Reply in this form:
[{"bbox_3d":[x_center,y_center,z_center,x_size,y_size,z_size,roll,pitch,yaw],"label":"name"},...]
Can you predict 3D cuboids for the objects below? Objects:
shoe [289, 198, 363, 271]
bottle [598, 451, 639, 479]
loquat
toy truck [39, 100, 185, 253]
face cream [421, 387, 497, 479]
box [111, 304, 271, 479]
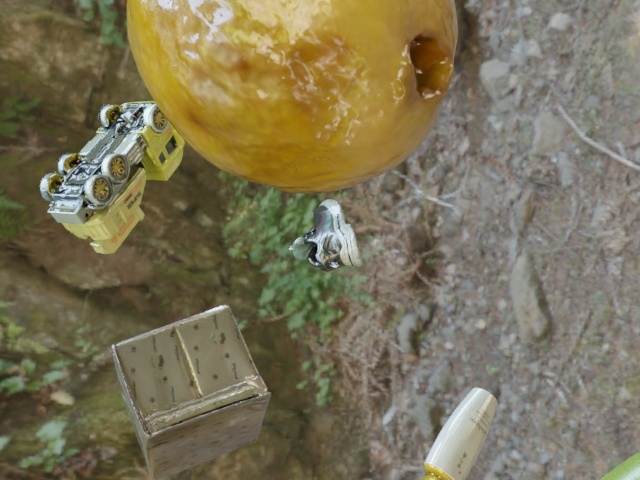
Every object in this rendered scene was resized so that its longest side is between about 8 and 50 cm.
[{"bbox_3d":[0.000,0.000,1.204,0.169,0.099,0.071,-122,11,-58],"label":"shoe"},{"bbox_3d":[0.476,0.469,1.294,0.260,0.112,0.112,-38,29,1],"label":"bottle"},{"bbox_3d":[-0.022,-0.142,0.526,0.193,0.238,0.238,-43,11,-22],"label":"loquat"},{"bbox_3d":[-0.339,-0.108,1.316,0.124,0.157,0.272,4,48,27],"label":"toy truck"},{"bbox_3d":[0.212,0.310,1.183,0.182,0.072,0.051,-52,18,-27],"label":"face cream"},{"bbox_3d":[-0.241,0.286,1.427,0.190,0.225,0.297,62,158,24],"label":"box"}]
